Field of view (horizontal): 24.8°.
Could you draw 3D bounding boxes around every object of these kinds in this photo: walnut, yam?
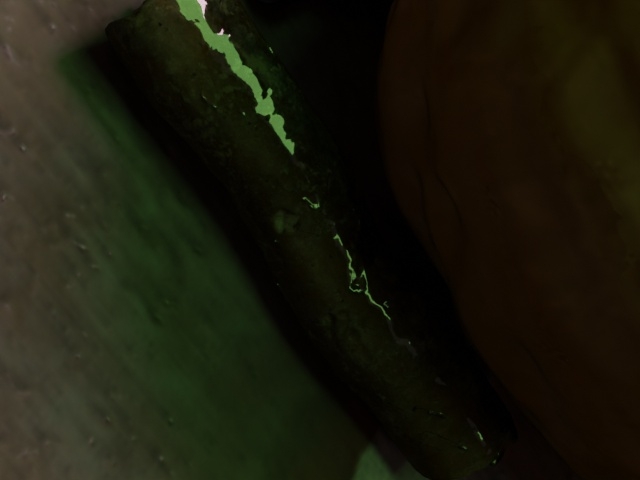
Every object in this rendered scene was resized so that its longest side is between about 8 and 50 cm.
[{"bbox_3d":[0.202,-0.052,0.653,0.398,0.307,0.354,59,43,-31],"label":"walnut"},{"bbox_3d":[0.000,0.000,0.622,0.253,0.061,0.061,56,44,-16],"label":"yam"}]

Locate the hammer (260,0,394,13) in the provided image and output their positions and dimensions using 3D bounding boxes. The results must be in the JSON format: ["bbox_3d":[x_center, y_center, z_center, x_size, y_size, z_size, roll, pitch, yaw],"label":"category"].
[{"bbox_3d":[0.001,-0.223,0.718,0.158,0.041,0.227,-14,85,-47],"label":"hammer"}]
